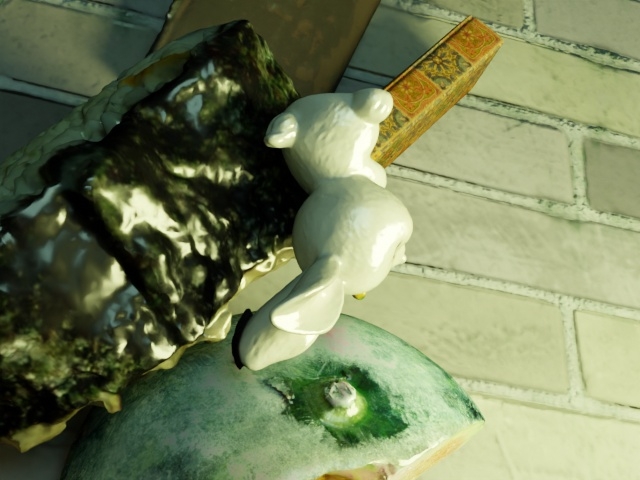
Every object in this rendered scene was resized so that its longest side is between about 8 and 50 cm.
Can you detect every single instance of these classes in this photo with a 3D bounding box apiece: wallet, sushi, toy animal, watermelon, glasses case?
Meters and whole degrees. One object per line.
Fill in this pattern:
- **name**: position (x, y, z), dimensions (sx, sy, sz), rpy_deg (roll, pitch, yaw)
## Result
- **wallet**: position (-0.037, -0.208, 1.288), dimensions (0.165, 0.042, 0.309), rpy_deg (30, 53, -7)
- **sushi**: position (-0.137, -0.011, 1.013), dimensions (0.350, 0.211, 0.170), rpy_deg (-44, 109, -38)
- **toy animal**: position (0.000, 0.000, 0.966), dimensions (0.127, 0.131, 0.181), rpy_deg (4, 70, -21)
- **watermelon**: position (-0.041, 0.120, 0.993), dimensions (0.322, 0.175, 0.188), rpy_deg (-26, 74, -36)
- **glasses case**: position (0.074, -0.118, 1.260), dimensions (0.049, 0.075, 0.218), rpy_deg (41, 52, 8)

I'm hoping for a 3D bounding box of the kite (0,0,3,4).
- **kite**: position (-0.372, -0.156, 1.047), dimensions (0.406, 0.014, 0.368), rpy_deg (-11, 84, -55)
